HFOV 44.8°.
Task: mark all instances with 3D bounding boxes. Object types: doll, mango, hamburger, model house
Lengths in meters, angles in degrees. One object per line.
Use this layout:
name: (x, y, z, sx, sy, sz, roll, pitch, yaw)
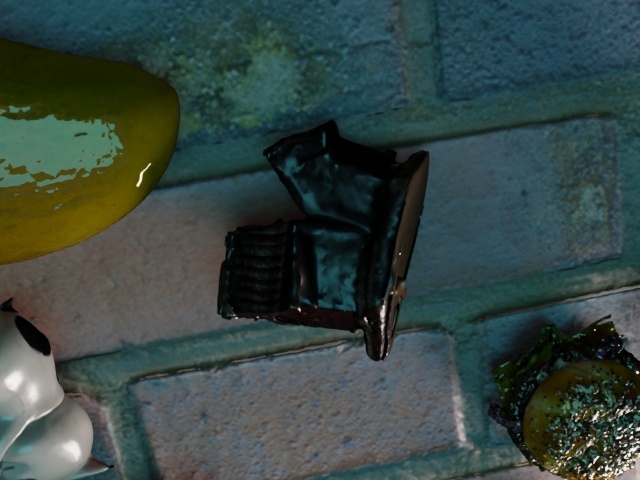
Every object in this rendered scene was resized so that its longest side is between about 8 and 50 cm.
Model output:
doll: (-0.283, 0.153, 0.717, 0.107, 0.110, 0.181, -34, 113, -37)
mango: (-0.288, -0.068, 0.625, 0.331, 0.142, 0.195, 9, 112, -12)
hamburger: (0.266, 0.172, 0.796, 0.164, 0.093, 0.189, -36, 107, 6)
model house: (0.003, -0.005, 0.707, 0.164, 0.141, 0.203, 13, 86, 12)
